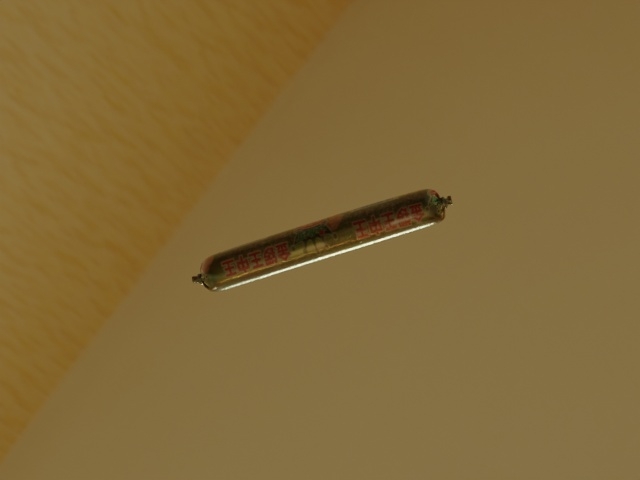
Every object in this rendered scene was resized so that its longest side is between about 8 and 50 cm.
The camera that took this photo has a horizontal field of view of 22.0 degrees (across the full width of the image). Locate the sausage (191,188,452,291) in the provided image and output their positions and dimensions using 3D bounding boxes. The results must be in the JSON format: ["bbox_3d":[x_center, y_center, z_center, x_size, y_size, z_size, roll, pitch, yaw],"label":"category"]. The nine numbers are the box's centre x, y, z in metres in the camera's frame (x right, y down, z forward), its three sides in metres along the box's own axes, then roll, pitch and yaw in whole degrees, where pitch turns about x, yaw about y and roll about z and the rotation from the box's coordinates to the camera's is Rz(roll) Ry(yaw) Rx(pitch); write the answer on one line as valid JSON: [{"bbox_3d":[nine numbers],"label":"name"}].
[{"bbox_3d":[0.000,0.000,0.598,0.100,0.015,0.015,-17,-130,9],"label":"sausage"}]
